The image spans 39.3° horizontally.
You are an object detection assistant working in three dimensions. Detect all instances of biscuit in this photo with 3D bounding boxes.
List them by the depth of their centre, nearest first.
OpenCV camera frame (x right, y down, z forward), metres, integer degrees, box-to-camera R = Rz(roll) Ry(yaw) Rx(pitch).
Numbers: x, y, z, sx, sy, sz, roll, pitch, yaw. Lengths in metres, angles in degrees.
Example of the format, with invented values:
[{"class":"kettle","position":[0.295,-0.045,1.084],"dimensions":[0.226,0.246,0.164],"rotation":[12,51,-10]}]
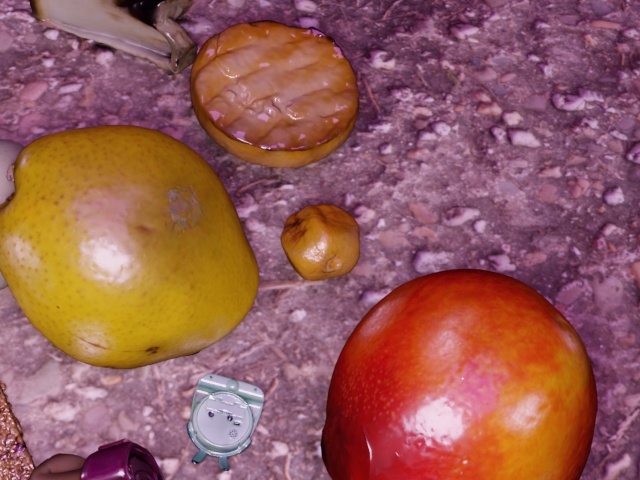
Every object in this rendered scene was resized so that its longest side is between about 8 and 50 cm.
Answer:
[{"class":"biscuit","position":[-0.431,0.278,1.214],"dimensions":[0.064,0.034,0.199],"rotation":[-20,69,-21]},{"class":"biscuit","position":[-0.079,-0.249,1.540],"dimensions":[0.297,0.102,0.296],"rotation":[6,58,-9]}]

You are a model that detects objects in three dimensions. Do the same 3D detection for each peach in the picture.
[{"class":"peach","position":[0.172,0.229,1.178],"dimensions":[0.388,0.388,0.388],"rotation":[5,61,-10]}]

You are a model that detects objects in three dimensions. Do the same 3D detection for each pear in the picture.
[{"class":"pear","position":[-0.235,-0.001,1.229],"dimensions":[0.387,0.191,0.340],"rotation":[27,59,-32]}]

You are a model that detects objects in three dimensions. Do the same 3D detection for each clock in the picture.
[{"class":"clock","position":[-0.140,0.264,1.283],"dimensions":[0.101,0.041,0.135],"rotation":[15,60,-5]}]

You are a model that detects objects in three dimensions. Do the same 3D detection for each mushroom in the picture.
[{"class":"mushroom","position":[-0.322,-0.436,1.516],"dimensions":[0.292,0.217,0.212],"rotation":[31,57,5]}]

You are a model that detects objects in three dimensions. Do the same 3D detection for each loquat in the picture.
[{"class":"loquat","position":[0.000,0.000,1.420],"dimensions":[0.137,0.113,0.137],"rotation":[-3,46,3]}]

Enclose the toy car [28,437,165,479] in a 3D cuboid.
[{"class":"toy car","position":[-0.276,0.419,1.066],"dimensions":[0.240,0.271,0.340],"rotation":[-18,67,-1]}]

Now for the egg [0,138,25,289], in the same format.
[{"class":"egg","position":[-0.480,-0.031,1.280],"dimensions":[0.187,0.186,0.253],"rotation":[15,62,-4]}]
